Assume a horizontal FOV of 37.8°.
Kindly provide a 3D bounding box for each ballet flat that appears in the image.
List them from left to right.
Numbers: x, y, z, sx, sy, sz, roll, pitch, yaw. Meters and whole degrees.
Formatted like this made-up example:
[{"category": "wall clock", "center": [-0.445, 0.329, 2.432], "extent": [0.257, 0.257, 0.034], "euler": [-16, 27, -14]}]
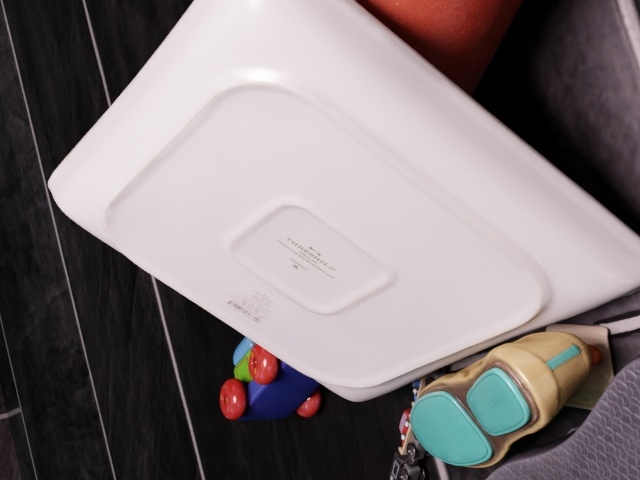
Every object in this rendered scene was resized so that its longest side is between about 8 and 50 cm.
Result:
[{"category": "ballet flat", "center": [0.137, 0.123, 0.711], "extent": [0.080, 0.073, 0.232], "euler": [57, 159, 9]}]

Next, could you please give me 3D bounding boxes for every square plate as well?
[{"category": "square plate", "center": [0.000, 0.000, 0.671], "extent": [0.344, 0.347, 0.049], "euler": [-34, 27, 48]}]

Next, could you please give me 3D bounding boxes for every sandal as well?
[{"category": "sandal", "center": [0.199, 0.165, 0.657], "extent": [0.097, 0.054, 0.254], "euler": [52, 137, 18]}]

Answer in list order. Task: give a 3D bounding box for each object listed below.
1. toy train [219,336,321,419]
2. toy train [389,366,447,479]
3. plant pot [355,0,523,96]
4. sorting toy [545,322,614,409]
[{"category": "toy train", "center": [-0.026, 0.074, 0.933], "extent": [0.248, 0.105, 0.143], "euler": [-53, 42, 48]}, {"category": "toy train", "center": [0.088, 0.171, 0.843], "extent": [0.036, 0.027, 0.158], "euler": [-127, 41, -50]}, {"category": "plant pot", "center": [0.036, -0.208, 0.626], "extent": [0.272, 0.272, 0.265], "euler": [56, 148, 31]}, {"category": "sorting toy", "center": [0.196, 0.092, 0.671], "extent": [0.083, 0.012, 0.062], "euler": [-2, 97, 57]}]
